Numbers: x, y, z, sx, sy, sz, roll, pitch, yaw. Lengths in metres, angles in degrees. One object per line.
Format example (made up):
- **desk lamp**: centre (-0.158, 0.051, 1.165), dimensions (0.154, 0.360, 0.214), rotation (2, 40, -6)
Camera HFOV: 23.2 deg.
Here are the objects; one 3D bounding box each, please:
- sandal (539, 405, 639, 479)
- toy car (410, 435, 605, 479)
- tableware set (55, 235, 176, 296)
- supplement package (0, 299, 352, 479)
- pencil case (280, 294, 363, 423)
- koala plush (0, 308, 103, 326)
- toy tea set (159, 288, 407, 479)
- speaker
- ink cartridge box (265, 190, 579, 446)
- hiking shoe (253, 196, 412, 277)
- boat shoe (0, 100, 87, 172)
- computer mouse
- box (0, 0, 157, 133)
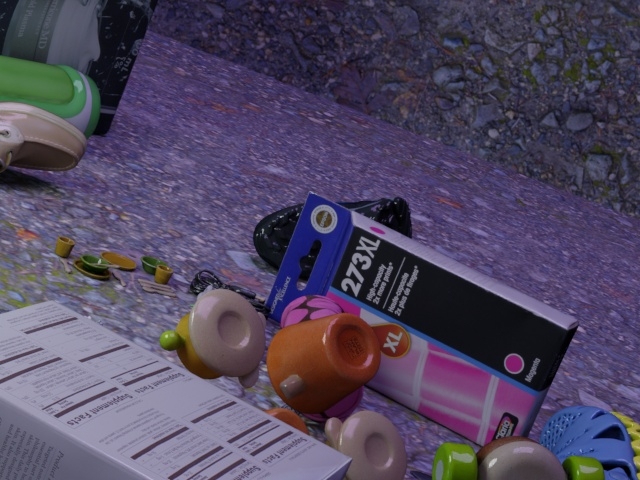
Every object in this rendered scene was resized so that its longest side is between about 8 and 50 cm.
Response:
- **sandal**: centre (0.281, 0.259, 1.648), dimensions (0.138, 0.126, 0.317), rotation (15, 14, -11)
- **toy car**: centre (0.162, 0.246, 1.505), dimensions (0.155, 0.149, 0.188), rotation (7, 6, -13)
- **tableware set**: centre (-0.250, 0.026, 1.905), dimensions (0.154, 0.024, 0.104), rotation (14, 16, -26)
- **supplement package**: centre (-0.156, 0.196, 1.069), dimensions (0.262, 0.199, 0.198), rotation (26, 14, 15)
- **pencil case**: centre (-0.001, 0.134, 1.748), dimensions (0.095, 0.098, 0.209), rotation (-23, 16, 5)
- **koala plush**: centre (-0.296, 0.102, 1.273), dimensions (0.221, 0.196, 0.203), rotation (20, 26, -7)
- **toy tea set**: centre (-0.073, 0.158, 1.512), dimensions (0.336, 0.200, 0.124), rotation (13, -27, -36)
- **speaker**: centre (-0.464, -0.207, 2.233), dimensions (0.296, 0.131, 0.131), rotation (6, 21, -47)
- **ink cartridge box**: centre (0.105, 0.096, 1.857), dimensions (0.371, 0.176, 0.069), rotation (27, 16, 20)
- **hiking shoe**: centre (0.000, 0.000, 2.265), dimensions (0.132, 0.113, 0.304), rotation (-6, -1, 43)
- **boat shoe**: centre (-0.449, -0.125, 2.041), dimensions (0.302, 0.109, 0.098), rotation (13, 56, -33)
- **computer mouse**: centre (-0.118, 0.084, 1.857), dimensions (0.106, 0.042, 0.193), rotation (27, 9, 0)
- **box**: centre (-0.498, -0.453, 2.362), dimensions (0.297, 0.480, 0.472), rotation (35, 20, 36)
